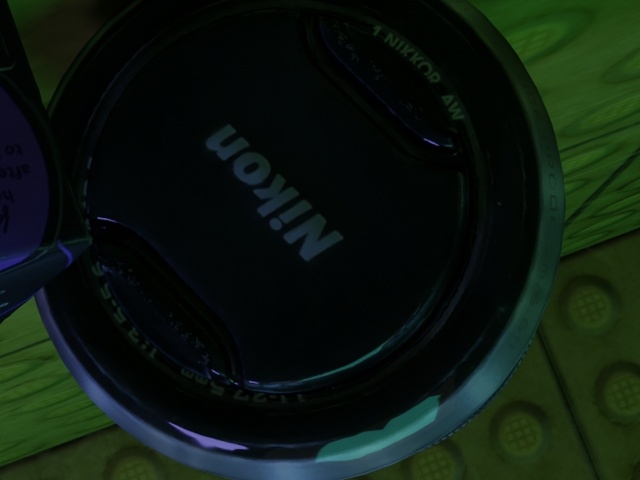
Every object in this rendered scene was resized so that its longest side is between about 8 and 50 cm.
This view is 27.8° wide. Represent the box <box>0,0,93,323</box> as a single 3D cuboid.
[{"bbox_3d":[-0.207,-0.004,0.386,0.165,0.143,0.270,-14,168,-37],"label":"box"}]

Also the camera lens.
[{"bbox_3d":[0.000,0.000,0.613,0.219,0.219,0.274,-22,170,4],"label":"camera lens"}]
